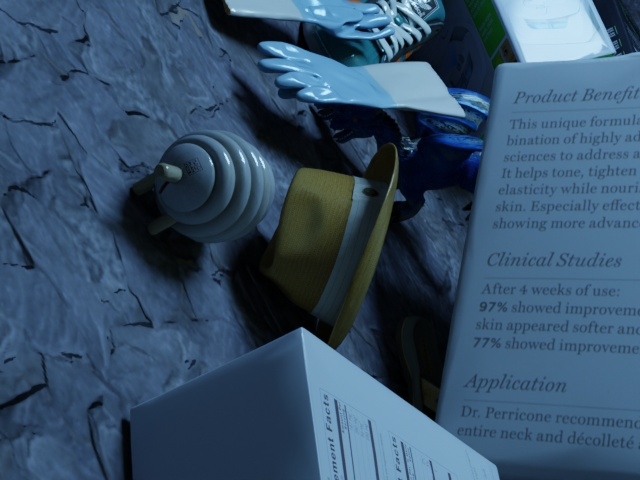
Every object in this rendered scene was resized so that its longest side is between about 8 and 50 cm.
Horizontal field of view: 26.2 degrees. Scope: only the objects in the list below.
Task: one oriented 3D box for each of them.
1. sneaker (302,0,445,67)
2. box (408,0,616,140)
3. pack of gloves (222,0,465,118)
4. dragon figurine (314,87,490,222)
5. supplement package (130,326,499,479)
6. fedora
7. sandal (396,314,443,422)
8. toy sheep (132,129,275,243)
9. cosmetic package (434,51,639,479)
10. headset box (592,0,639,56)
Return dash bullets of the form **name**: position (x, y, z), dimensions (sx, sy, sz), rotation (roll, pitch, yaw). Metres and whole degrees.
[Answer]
- **sneaker**: position (0.067, -0.243, 1.513), dimensions (0.108, 0.121, 0.302), rotation (56, 23, -15)
- **box**: position (0.214, -0.248, 1.655), dimensions (0.262, 0.127, 0.231), rotation (120, -48, -65)
- **pack of gloves**: position (0.002, -0.180, 1.320), dimensions (0.232, 0.046, 0.195), rotation (2, 44, -41)
- **dragon figurine**: position (0.136, -0.095, 1.390), dimensions (0.144, 0.289, 0.085), rotation (95, -5, -46)
- **supplement package**: position (0.010, 0.180, 0.864), dimensions (0.244, 0.139, 0.133), rotation (40, 32, -45)
- **fedora**: position (0.000, 0.000, 1.089), dimensions (0.079, 0.194, 0.194), rotation (19, 33, -6)
- **sandal**: position (0.113, 0.148, 1.248), dimensions (0.072, 0.049, 0.180), rotation (26, 48, -55)
- **toy sheep**: position (-0.081, -0.038, 0.988), dimensions (0.132, 0.091, 0.091), rotation (3, 62, -65)
- **cosmetic package**: position (0.332, 0.074, 1.241), dimensions (0.327, 0.329, 0.393), rotation (41, 56, -53)
- **headset box**: position (0.333, -0.178, 1.864), dimensions (0.131, 0.246, 0.283), rotation (44, 29, -39)
